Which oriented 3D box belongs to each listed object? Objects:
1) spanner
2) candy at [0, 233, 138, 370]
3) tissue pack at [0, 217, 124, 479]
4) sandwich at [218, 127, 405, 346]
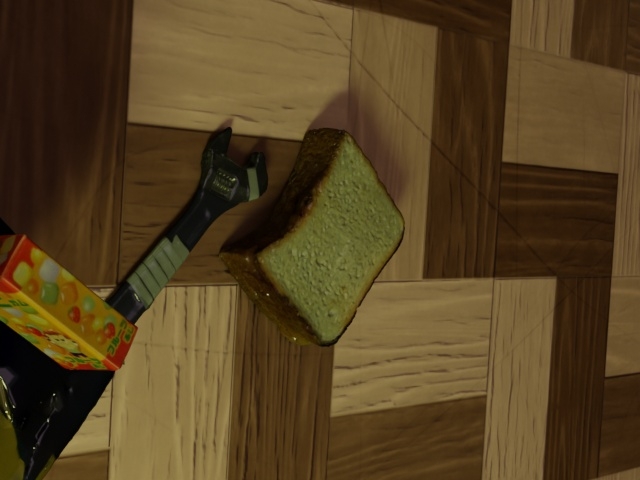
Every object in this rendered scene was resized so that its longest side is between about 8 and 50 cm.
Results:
[{"bbox_3d":[-0.157,0.005,1.243,0.316,0.024,0.087,-53,127,-28],"label":"spanner"},{"bbox_3d":[-0.189,0.045,0.823,0.122,0.062,0.038,47,55,-38],"label":"candy"},{"bbox_3d":[-0.379,0.148,0.848,0.416,0.253,0.264,-56,129,-31],"label":"tissue pack"},{"bbox_3d":[0.000,0.000,1.378,0.186,0.065,0.214,53,57,-37],"label":"sandwich"}]
